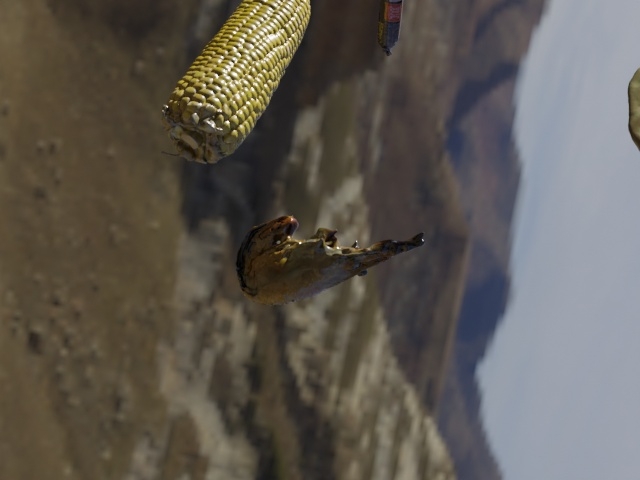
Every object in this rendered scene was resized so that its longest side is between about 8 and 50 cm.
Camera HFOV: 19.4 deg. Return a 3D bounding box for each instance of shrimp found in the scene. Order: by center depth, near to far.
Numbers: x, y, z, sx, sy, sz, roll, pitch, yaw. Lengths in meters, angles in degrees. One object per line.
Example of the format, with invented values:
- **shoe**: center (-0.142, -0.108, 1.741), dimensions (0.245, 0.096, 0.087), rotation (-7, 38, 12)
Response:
- **shrimp**: center (0.002, 0.006, 2.392), dimensions (0.066, 0.262, 0.117), rotation (9, 62, -67)

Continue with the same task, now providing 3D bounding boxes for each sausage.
- **sausage**: center (0.074, -0.279, 1.925), dimensions (0.028, 0.025, 0.198), rotation (-26, 132, -35)

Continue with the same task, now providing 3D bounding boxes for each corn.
- **corn**: center (-0.096, -0.211, 2.293), dimensions (0.106, 0.106, 0.305), rotation (98, 16, -47)

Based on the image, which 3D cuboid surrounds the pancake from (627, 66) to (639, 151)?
- **pancake**: center (0.442, -0.157, 1.856), dimensions (0.049, 0.295, 0.294), rotation (60, 30, -35)
